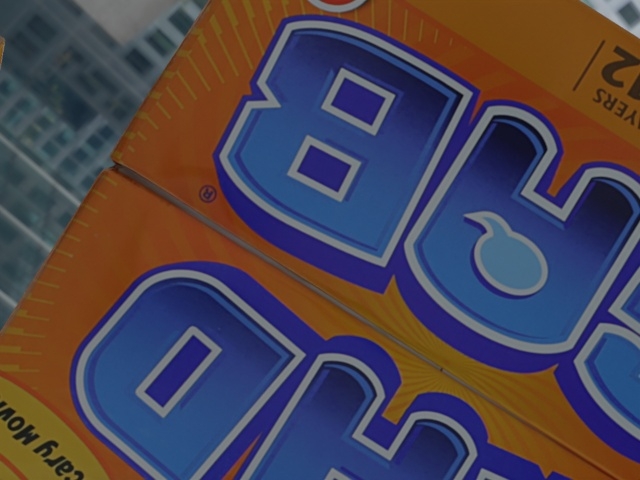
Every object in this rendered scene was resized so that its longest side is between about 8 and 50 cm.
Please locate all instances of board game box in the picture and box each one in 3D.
[{"bbox_3d":[0.047,0.061,0.736,0.356,0.356,0.356,-58,-179,-2],"label":"board game box"}]

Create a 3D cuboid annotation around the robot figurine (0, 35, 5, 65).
[{"bbox_3d":[-0.222,-0.106,0.556,0.211,0.085,0.291,7,-102,20],"label":"robot figurine"}]
